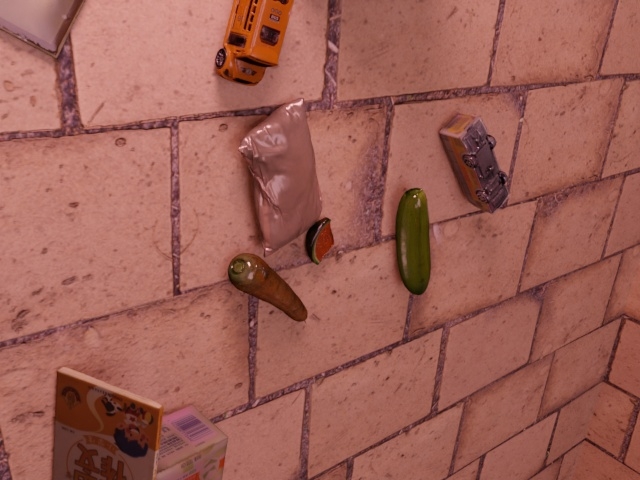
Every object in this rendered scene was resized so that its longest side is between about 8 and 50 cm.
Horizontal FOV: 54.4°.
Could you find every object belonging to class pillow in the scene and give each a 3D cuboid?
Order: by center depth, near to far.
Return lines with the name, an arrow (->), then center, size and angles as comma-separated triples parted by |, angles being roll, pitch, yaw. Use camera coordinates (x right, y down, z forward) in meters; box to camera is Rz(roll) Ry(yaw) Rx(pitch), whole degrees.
pillow -> -0.073, -0.117, 1.190 | 0.173, 0.067, 0.270 | -34, 130, -30

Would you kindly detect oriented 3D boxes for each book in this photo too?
book -> -0.380, 0.382, 1.096 | 0.020, 0.208, 0.295 | -39, 142, -66

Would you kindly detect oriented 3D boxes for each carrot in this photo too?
carrot -> -0.089, 0.113, 1.299 | 0.078, 0.078, 0.298 | -52, 141, -7

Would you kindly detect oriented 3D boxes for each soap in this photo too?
soap -> -0.298, 0.456, 1.217 | 0.199, 0.138, 0.182 | -13, 121, -49

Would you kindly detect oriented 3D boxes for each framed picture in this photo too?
framed picture -> -0.413, -0.367, 0.808 | 0.231, 0.010, 0.173 | 27, 93, -45

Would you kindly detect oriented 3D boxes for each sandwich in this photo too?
sandwich -> -0.002, 0.004, 1.342 | 0.069, 0.026, 0.101 | -34, 133, -29

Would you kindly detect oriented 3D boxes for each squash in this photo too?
squash -> 0.223, 0.003, 1.494 | 0.082, 0.082, 0.292 | -26, 125, -29

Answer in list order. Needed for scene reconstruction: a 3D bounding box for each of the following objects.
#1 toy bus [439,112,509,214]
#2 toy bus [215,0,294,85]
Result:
toy bus -> 0.378, -0.183, 1.517 | 0.092, 0.106, 0.268 | -46, 131, -13
toy bus -> -0.103, -0.352, 1.027 | 0.083, 0.088, 0.194 | 4, 108, -43
